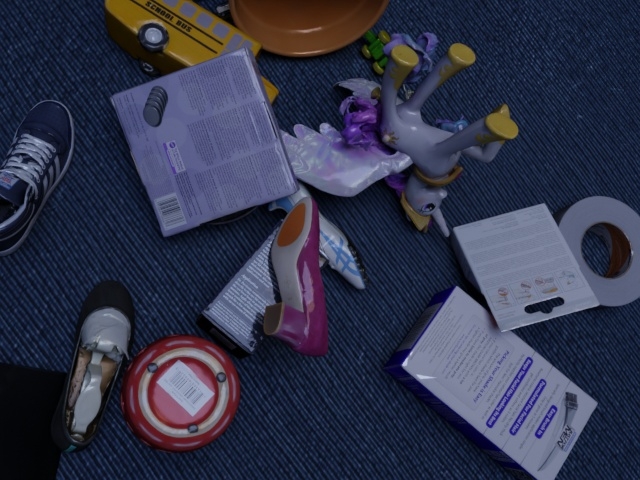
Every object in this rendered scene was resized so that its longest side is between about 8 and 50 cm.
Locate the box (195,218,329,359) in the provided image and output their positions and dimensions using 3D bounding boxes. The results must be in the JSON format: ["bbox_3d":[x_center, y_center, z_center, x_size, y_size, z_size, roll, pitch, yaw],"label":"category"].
[{"bbox_3d":[-0.100,0.085,1.181,0.108,0.153,0.207,40,71,-2],"label":"box"}]

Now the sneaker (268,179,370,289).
[{"bbox_3d":[0.000,0.000,1.269,0.086,0.085,0.237,-40,93,8],"label":"sneaker"}]

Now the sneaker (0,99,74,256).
[{"bbox_3d":[-0.477,-0.118,1.131,0.099,0.153,0.282,20,74,-9],"label":"sneaker"}]

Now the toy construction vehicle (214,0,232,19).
[{"bbox_3d":[-0.187,-0.460,1.342,0.098,0.035,0.086,-29,75,-20],"label":"toy construction vehicle"}]

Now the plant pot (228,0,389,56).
[{"bbox_3d":[-0.031,-0.509,1.271,0.290,0.291,0.203,-3,61,-14],"label":"plant pot"}]

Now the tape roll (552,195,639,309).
[{"bbox_3d":[0.545,0.026,1.393,0.219,0.072,0.219,3,78,-14],"label":"tape roll"}]

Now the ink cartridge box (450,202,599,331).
[{"bbox_3d":[0.365,0.054,1.286,0.189,0.066,0.232,-15,60,-4],"label":"ink cartridge box"}]

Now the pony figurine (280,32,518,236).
[{"bbox_3d":[0.138,-0.184,1.212,0.351,0.363,0.303,37,59,6],"label":"pony figurine"}]

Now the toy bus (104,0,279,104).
[{"bbox_3d":[-0.223,-0.338,1.265,0.332,0.108,0.130,30,71,-5],"label":"toy bus"}]

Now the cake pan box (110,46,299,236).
[{"bbox_3d":[-0.187,-0.158,1.181,0.245,0.070,0.267,-19,96,11],"label":"cake pan box"}]

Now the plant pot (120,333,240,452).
[{"bbox_3d":[-0.221,0.241,1.108,0.191,0.174,0.191,2,79,-11],"label":"plant pot"}]

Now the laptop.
[{"bbox_3d":[-0.553,0.301,1.097,0.264,0.136,0.234,5,75,14],"label":"laptop"}]

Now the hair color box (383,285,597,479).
[{"bbox_3d":[0.304,0.261,1.265,0.339,0.110,0.185,40,71,-1],"label":"hair color box"}]

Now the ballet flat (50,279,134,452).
[{"bbox_3d":[-0.350,0.197,1.122,0.095,0.096,0.280,16,74,-24],"label":"ballet flat"}]

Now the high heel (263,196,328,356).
[{"bbox_3d":[-0.015,0.056,1.102,0.117,0.082,0.244,31,53,-38],"label":"high heel"}]

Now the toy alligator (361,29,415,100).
[{"bbox_3d":[0.140,-0.350,1.388,0.190,0.056,0.051,55,32,2],"label":"toy alligator"}]
